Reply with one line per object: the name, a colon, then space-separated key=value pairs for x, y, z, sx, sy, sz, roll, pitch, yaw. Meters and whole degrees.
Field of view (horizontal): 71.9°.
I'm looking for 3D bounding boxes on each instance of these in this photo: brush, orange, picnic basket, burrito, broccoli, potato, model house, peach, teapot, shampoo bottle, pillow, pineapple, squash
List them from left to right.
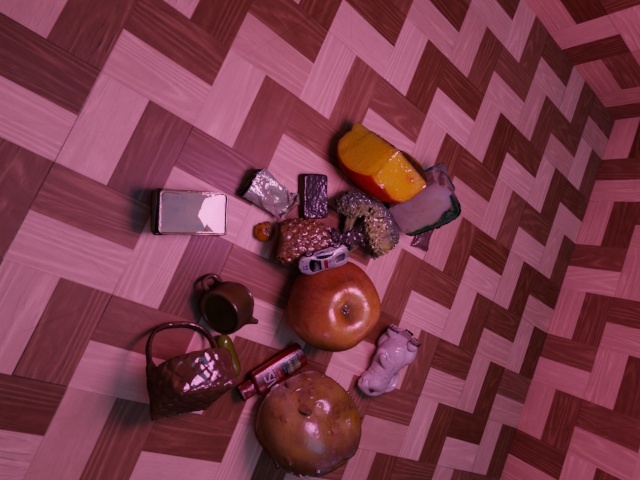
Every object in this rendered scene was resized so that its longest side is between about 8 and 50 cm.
picnic basket: x=-0.475 y=0.430 z=1.572 sx=0.293 sy=0.337 sz=0.337 roll=5 pitch=92 yaw=-42
picnic basket: x=-0.469 y=-0.098 z=1.571 sx=0.267 sy=0.139 sz=0.165 roll=0 pitch=95 yaw=-33
squash: x=-0.362 y=0.457 z=1.745 sx=0.066 sy=0.066 sz=0.201 roll=-27 pitch=115 yaw=-27
teapot: x=-0.343 y=0.230 z=1.680 sx=0.267 sy=0.185 sz=0.175 roll=49 pitch=31 yaw=2
orange: x=-0.222 y=-0.034 z=1.782 sx=0.086 sy=0.062 sz=0.086 roll=-6 pitch=101 yaw=-32
burrito: x=-0.199 y=-0.181 z=1.769 sx=0.229 sy=0.089 sz=0.144 roll=35 pitch=90 yaw=-29
shampoo bottle: x=-0.201 y=0.554 z=1.846 sx=0.314 sy=0.076 sz=0.118 roll=-27 pitch=116 yaw=-27
brush: x=-0.029 y=-0.188 z=1.890 sx=0.123 sy=0.059 sz=0.197 roll=-5 pitch=97 yaw=-31
potato: x=-0.010 y=0.778 z=1.822 sx=0.442 sy=0.319 sz=0.385 roll=-3 pitch=109 yaw=-37
pineapple: x=0.000 y=0.000 z=1.792 sx=0.362 sy=0.202 sz=0.202 roll=-4 pitch=98 yaw=-4
broccoli: x=0.199 y=-0.051 z=1.939 sx=0.375 sy=0.249 sz=0.302 roll=47 pitch=68 yaw=-33
peach: x=0.257 y=-0.303 z=1.899 sx=0.242 sy=0.380 sz=0.306 roll=-53 pitch=151 yaw=3
model house: x=0.483 y=-0.222 z=2.078 sx=0.243 sy=0.298 sz=0.284 roll=46 pitch=33 yaw=-33
pillow: x=0.540 y=-0.036 z=2.278 sx=0.118 sy=0.043 sz=0.185 roll=25 pitch=82 yaw=-30

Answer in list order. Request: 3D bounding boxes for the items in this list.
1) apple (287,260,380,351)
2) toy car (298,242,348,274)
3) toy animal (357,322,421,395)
apple: x=0.058 y=0.271 z=1.827 sx=0.391 sy=0.346 sz=0.391 roll=-2 pitch=94 yaw=-26
toy car: x=0.014 y=0.077 z=1.715 sx=0.205 sy=0.056 sz=0.095 roll=-18 pitch=127 yaw=-14
toy animal: x=0.328 y=0.596 z=2.146 sx=0.258 sy=0.194 sz=0.357 roll=24 pitch=98 yaw=-56
